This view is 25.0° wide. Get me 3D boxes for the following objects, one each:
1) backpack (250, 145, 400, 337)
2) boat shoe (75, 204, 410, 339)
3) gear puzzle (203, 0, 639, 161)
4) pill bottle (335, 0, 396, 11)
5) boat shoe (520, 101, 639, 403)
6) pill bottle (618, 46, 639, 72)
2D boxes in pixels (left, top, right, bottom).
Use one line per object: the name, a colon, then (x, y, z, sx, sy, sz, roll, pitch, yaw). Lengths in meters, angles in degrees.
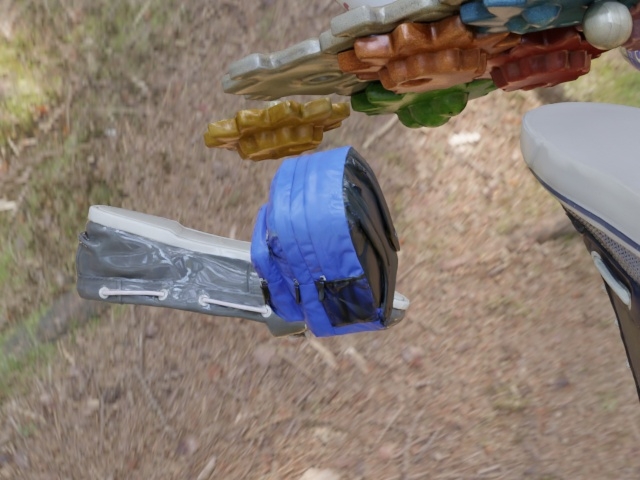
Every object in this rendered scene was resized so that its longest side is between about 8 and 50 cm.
backpack: (0.000, 0.000, 1.030, 0.101, 0.120, 0.098, -10, 39, 10)
boat shoe: (-0.082, 0.050, 1.436, 0.335, 0.112, 0.096, 16, 98, 4)
gear puzzle: (0.049, -0.080, 0.741, 0.175, 0.339, 0.044, -5, 83, -42)
pill bottle: (0.056, -0.330, 1.566, 0.283, 0.160, 0.160, 40, 73, 4)
boat shoe: (0.222, 0.020, 0.977, 0.127, 0.340, 0.158, -4, 113, -11)
pill bottle: (0.406, -0.208, 1.561, 0.112, 0.187, 0.112, -6, 115, -13)
